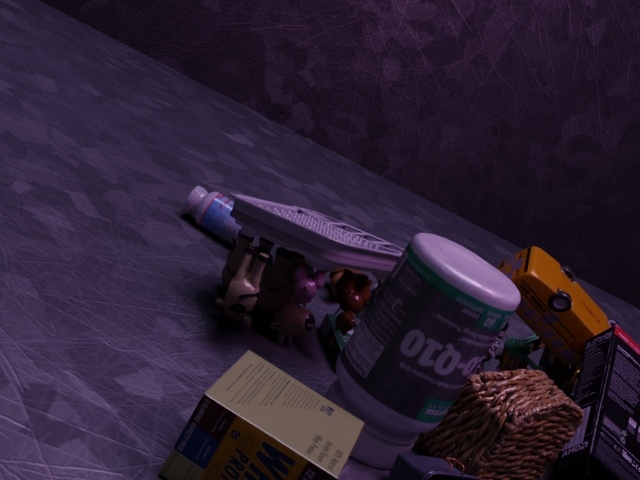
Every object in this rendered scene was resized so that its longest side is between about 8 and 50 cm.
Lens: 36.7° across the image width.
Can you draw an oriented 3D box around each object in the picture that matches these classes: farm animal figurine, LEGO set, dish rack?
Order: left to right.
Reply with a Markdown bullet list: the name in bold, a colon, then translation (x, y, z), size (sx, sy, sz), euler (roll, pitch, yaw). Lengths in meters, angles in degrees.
- **farm animal figurine**: translation (-0.088, 0.098, 1.817), size (0.330, 0.172, 0.327), euler (16, 7, -39)
- **dish rack**: translation (0.000, 0.000, 1.819), size (0.286, 0.072, 0.333), euler (25, 7, 32)
- **LEGO set**: translation (0.563, 0.358, 2.239), size (0.255, 0.192, 0.331), euler (-27, 50, -36)

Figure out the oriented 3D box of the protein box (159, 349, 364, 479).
- **protein box**: translation (-0.073, 0.282, 1.316), size (0.201, 0.136, 0.200), euler (31, 15, 5)

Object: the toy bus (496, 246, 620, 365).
- **toy bus**: translation (0.539, 0.166, 2.140), size (0.332, 0.130, 0.108), euler (45, 36, -17)

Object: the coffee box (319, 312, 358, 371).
- **coffee box**: translation (0.066, 0.219, 1.922), size (0.113, 0.040, 0.184), euler (24, 17, -21)

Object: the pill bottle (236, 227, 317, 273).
- **pill bottle**: translation (-0.061, 0.022, 2.134), size (0.130, 0.130, 0.246), euler (41, 19, 33)

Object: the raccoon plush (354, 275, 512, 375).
- **raccoon plush**: translation (0.227, 0.148, 2.123), size (0.299, 0.216, 0.446), euler (33, 5, -2)

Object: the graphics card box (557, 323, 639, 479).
- **graphics card box**: translation (0.619, 0.377, 1.958), size (0.233, 0.094, 0.371), euler (42, 42, -12)

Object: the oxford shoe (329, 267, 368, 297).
- **oxford shoe**: translation (0.048, 0.092, 2.224), size (0.076, 0.076, 0.212), euler (32, 5, 12)

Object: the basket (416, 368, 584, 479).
- **basket**: translation (0.317, 0.309, 1.781), size (0.299, 0.213, 0.223), euler (11, 25, -49)

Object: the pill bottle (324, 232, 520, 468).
- **pill bottle**: translation (0.153, 0.185, 1.598), size (0.204, 0.361, 0.204), euler (27, 16, -9)

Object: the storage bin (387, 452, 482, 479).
- **storage bin**: translation (0.179, 0.385, 1.548), size (0.135, 0.098, 0.091), euler (17, 11, -39)

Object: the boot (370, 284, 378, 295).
- **boot**: translation (0.170, 0.169, 2.198), size (0.190, 0.069, 0.086), euler (42, 23, 26)

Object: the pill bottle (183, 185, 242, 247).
- **pill bottle**: translation (-0.222, -0.054, 2.153), size (0.160, 0.087, 0.087), euler (32, 16, 6)
